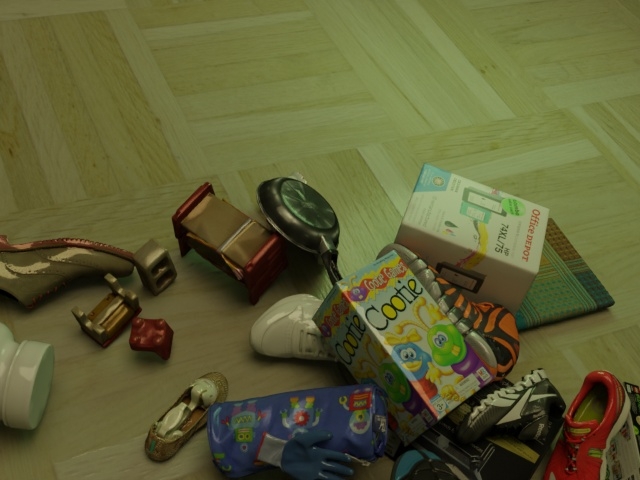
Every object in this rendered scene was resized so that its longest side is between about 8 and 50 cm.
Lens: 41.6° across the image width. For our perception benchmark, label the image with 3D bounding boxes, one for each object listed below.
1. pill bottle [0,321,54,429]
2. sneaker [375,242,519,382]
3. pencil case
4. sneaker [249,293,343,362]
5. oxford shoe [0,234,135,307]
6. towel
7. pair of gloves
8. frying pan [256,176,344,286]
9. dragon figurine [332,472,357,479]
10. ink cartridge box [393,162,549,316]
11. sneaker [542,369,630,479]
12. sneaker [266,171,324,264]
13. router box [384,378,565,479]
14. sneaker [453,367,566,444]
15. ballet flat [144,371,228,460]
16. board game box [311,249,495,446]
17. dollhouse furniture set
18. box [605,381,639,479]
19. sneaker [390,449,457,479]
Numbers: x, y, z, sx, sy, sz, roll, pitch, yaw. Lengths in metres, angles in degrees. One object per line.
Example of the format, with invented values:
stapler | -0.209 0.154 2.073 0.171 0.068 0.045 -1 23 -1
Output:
pill bottle | -0.614 0.209 1.357 0.333 0.188 0.188 11 47 -4
sneaker | 0.242 0.132 1.579 0.180 0.124 0.321 -10 57 -52
pencil case | -0.035 0.313 1.374 0.306 0.119 0.133 -9 54 11
sneaker | 0.023 0.170 1.564 0.305 0.114 0.152 -5 21 -16
oxford shoe | -0.520 0.066 1.585 0.348 0.123 0.130 1 74 -14
towel | 0.416 0.077 1.824 0.370 0.040 0.271 -9 51 -22
pair of gloves | -0.037 0.382 1.300 0.159 0.023 0.198 15 89 14
frying pan | -0.024 -0.011 1.597 0.197 0.053 0.326 22 33 -32
dragon figurine | 0.036 0.455 1.354 0.144 0.085 0.289 35 49 19
ink cartridge box | 0.285 0.017 1.680 0.270 0.197 0.198 20 46 4
sneaker | 0.448 0.352 1.472 0.107 0.118 0.279 11 68 38
sneaker | -0.052 -0.036 1.782 0.111 0.103 0.252 -16 47 -21
router box | 0.248 0.330 1.520 0.308 0.081 0.243 34 50 18
sneaker | 0.338 0.305 1.454 0.234 0.078 0.106 -20 53 -32
ballet flat | -0.224 0.291 1.454 0.073 0.067 0.206 27 47 13
board game box | 0.135 0.182 1.437 0.144 0.142 0.275 -28 72 -31
dollhouse furniture set | -0.255 0.090 1.607 0.201 0.152 0.374 35 67 18
box | 0.548 0.373 1.527 0.036 0.114 0.207 18 46 -13
sneaker | 0.161 0.495 1.293 0.125 0.140 0.341 2 55 -12
